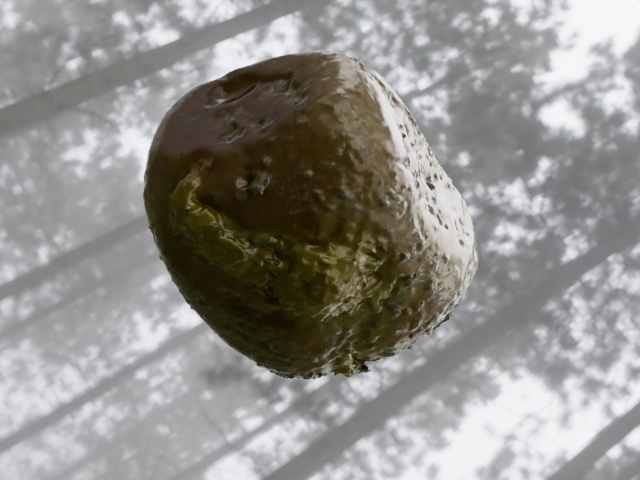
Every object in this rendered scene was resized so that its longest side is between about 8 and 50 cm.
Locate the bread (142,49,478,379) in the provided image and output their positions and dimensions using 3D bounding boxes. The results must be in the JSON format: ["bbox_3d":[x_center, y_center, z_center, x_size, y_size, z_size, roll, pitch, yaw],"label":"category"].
[{"bbox_3d":[0.000,0.000,0.955,0.195,0.176,0.246,-19,-50,25],"label":"bread"}]
